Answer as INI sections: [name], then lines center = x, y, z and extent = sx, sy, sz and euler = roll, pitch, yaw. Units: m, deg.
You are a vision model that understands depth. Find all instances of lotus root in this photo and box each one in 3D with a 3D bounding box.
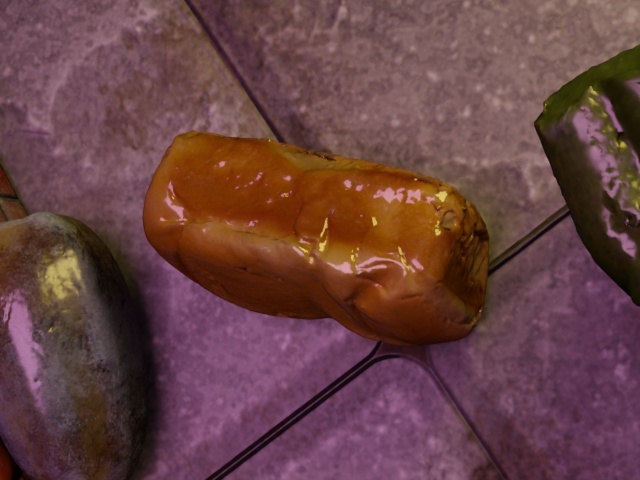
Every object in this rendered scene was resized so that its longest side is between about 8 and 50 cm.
[lotus root]
center = -0.231, 0.132, 1.692
extent = 0.140, 0.158, 0.322
euler = -18, 86, 39

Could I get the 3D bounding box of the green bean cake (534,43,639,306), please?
[green bean cake]
center = 0.360, -0.072, 1.364
extent = 0.335, 0.319, 0.218
euler = -25, 81, 24

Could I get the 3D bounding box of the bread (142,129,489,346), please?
[bread]
center = 0.000, 0.000, 1.597
extent = 0.294, 0.167, 0.132
euler = 16, 70, 25

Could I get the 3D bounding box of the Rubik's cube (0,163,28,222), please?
[Rubik's cube]
center = -0.460, -0.039, 1.755
extent = 0.237, 0.237, 0.238
euler = -33, 75, 17

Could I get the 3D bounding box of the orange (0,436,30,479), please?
[orange]
center = -0.375, 0.268, 1.736
extent = 0.234, 0.182, 0.234
euler = -4, 79, 24
